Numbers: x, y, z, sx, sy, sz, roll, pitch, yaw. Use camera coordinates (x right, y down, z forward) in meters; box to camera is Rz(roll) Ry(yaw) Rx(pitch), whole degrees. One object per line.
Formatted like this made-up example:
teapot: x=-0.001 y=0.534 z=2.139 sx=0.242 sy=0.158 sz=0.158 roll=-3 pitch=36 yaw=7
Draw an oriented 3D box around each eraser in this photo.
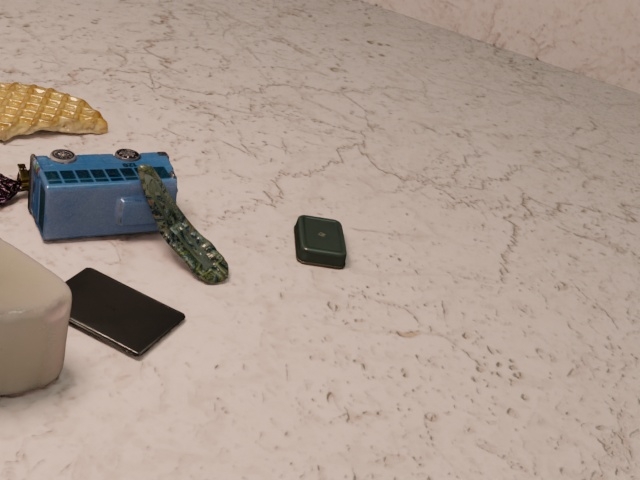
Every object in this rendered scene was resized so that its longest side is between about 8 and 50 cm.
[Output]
eraser: x=-0.518 y=0.067 z=1.148 sx=0.332 sy=0.149 sz=0.331 roll=11 pitch=29 yaw=-6

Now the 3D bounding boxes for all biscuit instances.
biscuit: x=-0.589 y=-0.256 z=1.746 sx=0.309 sy=0.040 sz=0.204 roll=-10 pitch=39 yaw=-36

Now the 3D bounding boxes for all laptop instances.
laptop: x=-0.304 y=0.102 z=1.316 sx=0.180 sy=0.016 sz=0.129 roll=24 pitch=32 yaw=15

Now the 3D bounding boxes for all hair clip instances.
hair clip: x=-0.227 y=-0.024 z=1.450 sx=0.066 sy=0.036 sz=0.229 roll=-37 pitch=94 yaw=-36

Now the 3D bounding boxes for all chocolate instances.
chocolate: x=-0.504 y=-0.104 z=1.517 sx=0.072 sy=0.070 sz=0.147 roll=35 pitch=40 yaw=22

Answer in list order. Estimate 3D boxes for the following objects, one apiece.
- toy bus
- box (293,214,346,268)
toy bus: x=-0.353 y=-0.075 z=1.488 sx=0.234 sy=0.116 sz=0.133 roll=-5 pitch=34 yaw=-28
box: x=0.000 y=0.000 z=1.601 sx=0.091 sy=0.031 sz=0.126 roll=9 pitch=33 yaw=-10
